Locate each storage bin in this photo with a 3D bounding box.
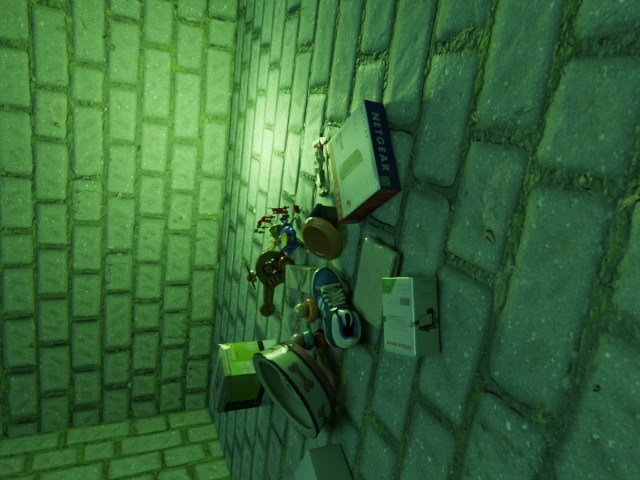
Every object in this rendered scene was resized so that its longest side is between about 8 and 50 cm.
[{"bbox_3d":[0.017,-0.084,1.819,0.135,0.090,0.098,125,138,-51],"label":"storage bin"}]

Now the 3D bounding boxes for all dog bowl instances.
[{"bbox_3d":[-0.099,0.591,1.812,0.408,0.150,0.408,38,147,31],"label":"dog bowl"}]

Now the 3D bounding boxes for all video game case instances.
[{"bbox_3d":[-0.109,0.426,2.146,0.227,0.026,0.207,124,139,-49],"label":"video game case"}]

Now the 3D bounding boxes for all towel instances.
[{"bbox_3d":[0.190,0.142,1.500,0.187,0.049,0.283,37,122,58],"label":"towel"}]

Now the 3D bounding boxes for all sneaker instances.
[{"bbox_3d":[0.068,0.236,1.625,0.236,0.130,0.323,135,126,-68],"label":"sneaker"}]

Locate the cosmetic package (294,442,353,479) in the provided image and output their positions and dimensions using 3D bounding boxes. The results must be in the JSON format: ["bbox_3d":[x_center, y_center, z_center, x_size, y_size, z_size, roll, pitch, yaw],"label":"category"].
[{"bbox_3d":[0.043,1.005,1.667,0.385,0.156,0.217,-113,34,-42],"label":"cosmetic package"}]

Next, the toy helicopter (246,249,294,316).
[{"bbox_3d":[-0.278,0.222,2.265,0.140,0.234,0.356,-151,65,-61],"label":"toy helicopter"}]

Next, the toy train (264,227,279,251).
[{"bbox_3d":[-0.265,0.013,2.470,0.125,0.046,0.167,57,135,52],"label":"toy train"}]

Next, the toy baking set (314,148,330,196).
[{"bbox_3d":[0.000,-0.278,1.844,0.256,0.030,0.197,-158,55,-77],"label":"toy baking set"}]

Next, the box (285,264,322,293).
[{"bbox_3d":[-0.065,0.169,1.982,0.275,0.094,0.113,-1,88,64],"label":"box"}]

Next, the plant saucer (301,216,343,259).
[{"bbox_3d":[0.000,0.000,1.783,0.199,0.037,0.200,25,137,26],"label":"plant saucer"}]

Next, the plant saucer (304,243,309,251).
[{"bbox_3d":[-0.051,0.012,2.047,0.083,0.015,0.084,-1,89,64],"label":"plant saucer"}]

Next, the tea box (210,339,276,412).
[{"bbox_3d":[-0.410,0.742,2.429,0.220,0.323,0.329,-118,38,-45],"label":"tea box"}]

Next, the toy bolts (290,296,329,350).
[{"bbox_3d":[-0.062,0.351,1.893,0.218,0.158,0.229,-174,85,-65],"label":"toy bolts"}]

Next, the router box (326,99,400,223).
[{"bbox_3d":[0.140,-0.268,1.572,0.301,0.082,0.336,140,126,-58],"label":"router box"}]

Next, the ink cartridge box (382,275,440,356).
[{"bbox_3d":[0.261,0.216,1.293,0.160,0.092,0.220,170,99,-65],"label":"ink cartridge box"}]

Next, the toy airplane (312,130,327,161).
[{"bbox_3d":[0.004,-0.401,1.926,0.151,0.028,0.151,180,90,-67],"label":"toy airplane"}]

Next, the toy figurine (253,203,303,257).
[{"bbox_3d":[-0.197,-0.007,2.172,0.362,0.191,0.218,-41,58,59],"label":"toy figurine"}]
